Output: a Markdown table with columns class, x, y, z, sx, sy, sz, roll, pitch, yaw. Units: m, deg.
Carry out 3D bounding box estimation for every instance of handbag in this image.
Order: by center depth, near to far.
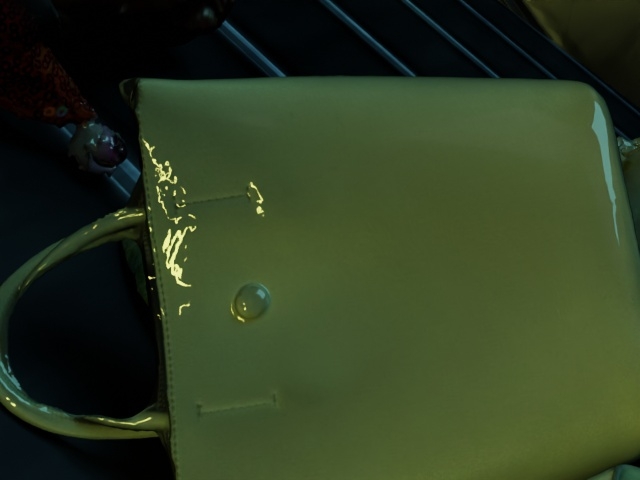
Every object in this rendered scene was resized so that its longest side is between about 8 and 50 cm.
| class | x | y | z | sx | sy | sz | roll | pitch | yaw |
| --- | --- | --- | --- | --- | --- | --- | --- | --- | --- |
| handbag | -0.002 | 0.027 | 0.516 | 0.315 | 0.109 | 0.241 | -4 | 74 | -14 |

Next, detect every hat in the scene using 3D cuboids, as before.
| class | x | y | z | sx | sy | sz | roll | pitch | yaw |
| --- | --- | --- | --- | --- | --- | --- | --- | --- | --- |
| hat | -0.202 | -0.122 | 0.668 | 0.227 | 0.140 | 0.129 | 39 | 29 | -29 |

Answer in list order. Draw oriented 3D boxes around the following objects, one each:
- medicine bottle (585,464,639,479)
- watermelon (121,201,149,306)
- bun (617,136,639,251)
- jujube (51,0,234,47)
| class | x | y | z | sx | sy | sz | roll | pitch | yaw |
| --- | --- | --- | --- | --- | --- | --- | --- | --- | --- |
| medicine bottle | 0.128 | 0.196 | 0.487 | 0.147 | 0.143 | 0.147 | 37 | 23 | -18 |
| watermelon | 0.000 | 0.000 | 0.681 | 0.260 | 0.256 | 0.176 | -67 | 147 | -74 |
| bun | 0.258 | 0.023 | 0.891 | 0.205 | 0.281 | 0.281 | 13 | 28 | -12 |
| jujube | -0.187 | -0.252 | 0.849 | 0.216 | 0.216 | 0.342 | 46 | 19 | 21 |
